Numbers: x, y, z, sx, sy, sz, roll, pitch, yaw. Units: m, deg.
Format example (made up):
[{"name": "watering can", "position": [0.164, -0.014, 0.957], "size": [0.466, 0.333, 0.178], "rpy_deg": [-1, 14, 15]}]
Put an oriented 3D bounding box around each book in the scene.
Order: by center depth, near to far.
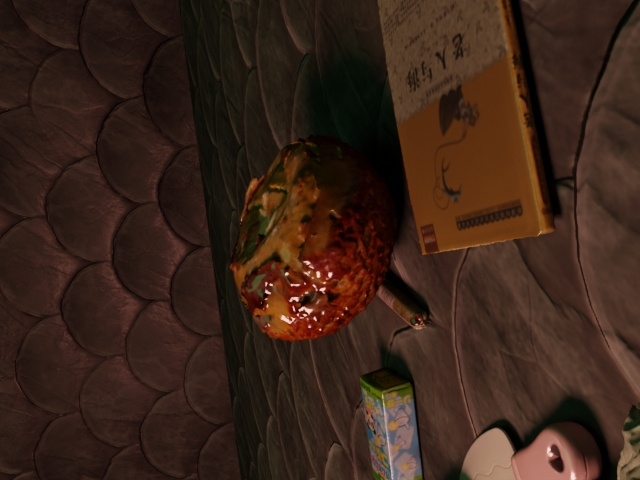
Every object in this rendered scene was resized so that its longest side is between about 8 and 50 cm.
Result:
[{"name": "book", "position": [0.159, -0.183, 0.743], "size": [0.269, 0.032, 0.389], "rpy_deg": [159, 102, -71]}]

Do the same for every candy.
[{"name": "candy", "position": [0.123, 0.328, 1.046], "size": [0.097, 0.062, 0.195], "rpy_deg": [-167, 68, -69]}]

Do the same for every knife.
[{"name": "knife", "position": [0.230, 0.273, 0.754], "size": [0.336, 0.043, 0.081], "rpy_deg": [118, 144, -63]}]

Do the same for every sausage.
[{"name": "sausage", "position": [0.107, 0.081, 1.013], "size": [0.269, 0.032, 0.033], "rpy_deg": [-136, 41, -60]}]

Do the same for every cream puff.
[{"name": "cream puff", "position": [-0.002, 0.005, 0.976], "size": [0.350, 0.228, 0.350], "rpy_deg": [-47, 28, 36]}]

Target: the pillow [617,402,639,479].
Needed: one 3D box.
[{"name": "pillow", "position": [0.308, 0.278, 0.389], "size": [0.310, 0.138, 0.284], "rpy_deg": [32, 117, 60]}]
